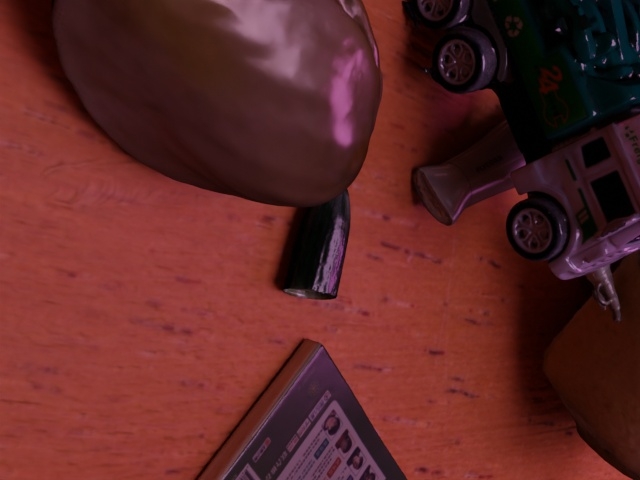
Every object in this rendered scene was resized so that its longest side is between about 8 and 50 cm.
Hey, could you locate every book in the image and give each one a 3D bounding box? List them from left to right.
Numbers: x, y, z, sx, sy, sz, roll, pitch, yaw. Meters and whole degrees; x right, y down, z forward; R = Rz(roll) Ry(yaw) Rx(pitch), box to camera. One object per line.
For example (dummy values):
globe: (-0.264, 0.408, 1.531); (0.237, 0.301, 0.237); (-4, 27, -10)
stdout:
book: (-0.010, 0.248, 1.080); (0.202, 0.027, 0.264); (-52, 133, -25)

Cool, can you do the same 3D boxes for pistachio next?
pistachio: (-0.069, -0.130, 0.820); (0.288, 0.197, 0.166); (41, 27, -34)

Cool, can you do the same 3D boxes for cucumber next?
cucumber: (0.000, 0.000, 1.006); (0.048, 0.048, 0.105); (14, 88, -49)

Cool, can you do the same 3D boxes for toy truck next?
toy truck: (0.220, -0.155, 1.048); (0.177, 0.178, 0.363); (-15, 85, -46)

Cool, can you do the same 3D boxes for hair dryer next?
hair dryer: (0.222, -0.010, 1.162); (0.206, 0.075, 0.237); (-31, 88, -33)

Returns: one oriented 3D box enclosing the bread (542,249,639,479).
bread: (0.404, 0.151, 1.317); (0.395, 0.239, 0.264); (7, 126, -50)

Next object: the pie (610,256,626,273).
pie: (0.387, -0.017, 1.431); (0.195, 0.046, 0.195); (-15, 111, -45)
